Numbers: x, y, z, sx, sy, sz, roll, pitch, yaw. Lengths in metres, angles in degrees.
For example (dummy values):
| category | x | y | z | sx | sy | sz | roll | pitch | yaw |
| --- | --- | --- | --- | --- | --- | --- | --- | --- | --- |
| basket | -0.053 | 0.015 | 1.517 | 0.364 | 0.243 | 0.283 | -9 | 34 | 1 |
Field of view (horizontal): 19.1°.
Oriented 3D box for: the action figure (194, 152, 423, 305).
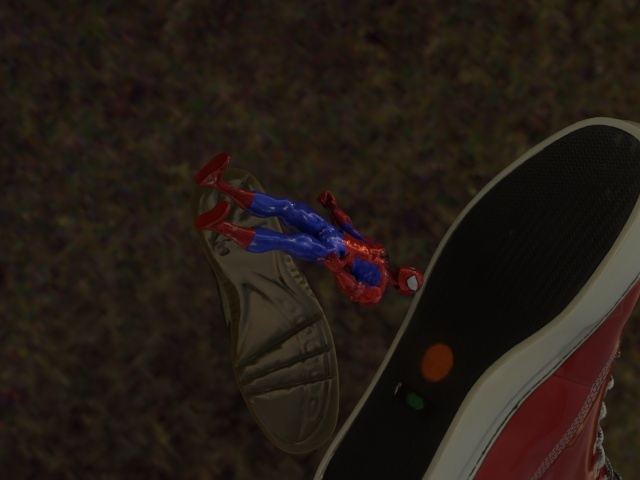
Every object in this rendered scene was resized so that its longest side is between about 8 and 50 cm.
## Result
| category | x | y | z | sx | sy | sz | roll | pitch | yaw |
| --- | --- | --- | --- | --- | --- | --- | --- | --- | --- |
| action figure | 0.000 | 0.000 | 0.786 | 0.115 | 0.038 | 0.030 | 27 | 132 | -38 |

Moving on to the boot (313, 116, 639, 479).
| category | x | y | z | sx | sy | sz | roll | pitch | yaw |
| --- | --- | --- | --- | --- | --- | --- | --- | --- | --- |
| boot | 0.121 | 0.067 | 0.918 | 0.176 | 0.088 | 0.244 | 25 | 102 | -44 |

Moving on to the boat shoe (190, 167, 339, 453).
| category | x | y | z | sx | sy | sz | roll | pitch | yaw |
| --- | --- | --- | --- | --- | --- | --- | --- | --- | --- |
| boat shoe | -0.037 | 0.054 | 1.450 | 0.080 | 0.224 | 0.073 | -21 | 170 | 4 |
